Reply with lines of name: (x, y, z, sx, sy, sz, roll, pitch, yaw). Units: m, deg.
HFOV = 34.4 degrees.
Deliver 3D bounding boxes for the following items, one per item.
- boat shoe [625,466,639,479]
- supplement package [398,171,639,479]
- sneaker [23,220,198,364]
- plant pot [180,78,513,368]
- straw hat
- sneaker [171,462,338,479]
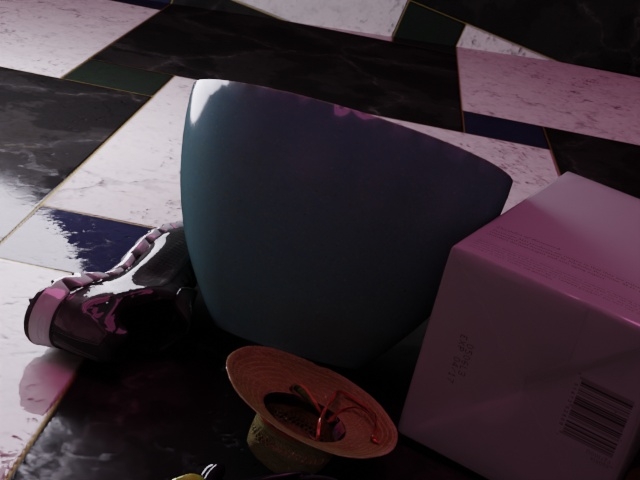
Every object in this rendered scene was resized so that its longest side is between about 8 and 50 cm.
boat shoe: (0.259, 0.217, 0.762, 0.056, 0.048, 0.153, -2, 16, 2)
supplement package: (0.223, 0.075, 0.890, 0.175, 0.177, 0.293, 24, 26, 23)
sneaker: (-0.145, 0.051, 0.925, 0.106, 0.078, 0.234, 24, 30, 23)
plant pot: (0.000, 0.000, 0.902, 0.290, 0.195, 0.290, 17, -2, 1)
straw hat: (-0.018, 0.144, 0.776, 0.144, 0.061, 0.144, 25, 17, -9)
sneaker: (-0.003, 0.179, 0.559, 0.235, 0.097, 0.084, 29, 17, -44)
